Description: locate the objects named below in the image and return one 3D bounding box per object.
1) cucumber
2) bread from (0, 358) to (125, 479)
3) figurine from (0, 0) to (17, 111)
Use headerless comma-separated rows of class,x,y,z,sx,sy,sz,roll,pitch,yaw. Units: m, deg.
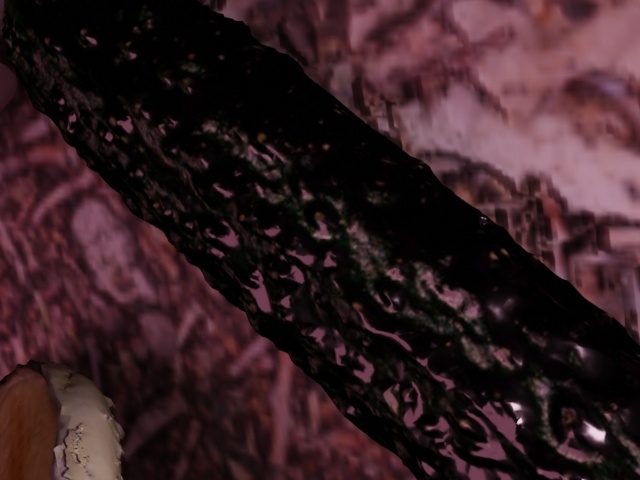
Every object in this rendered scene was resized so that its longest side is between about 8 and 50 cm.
cucumber,0.000,-0.001,0.381,0.300,0.072,0.072,41,127,21
bread,-0.137,0.166,0.466,0.040,0.267,0.267,27,133,-21
figurine,-0.196,-0.139,0.452,0.200,0.133,0.275,-20,91,45
